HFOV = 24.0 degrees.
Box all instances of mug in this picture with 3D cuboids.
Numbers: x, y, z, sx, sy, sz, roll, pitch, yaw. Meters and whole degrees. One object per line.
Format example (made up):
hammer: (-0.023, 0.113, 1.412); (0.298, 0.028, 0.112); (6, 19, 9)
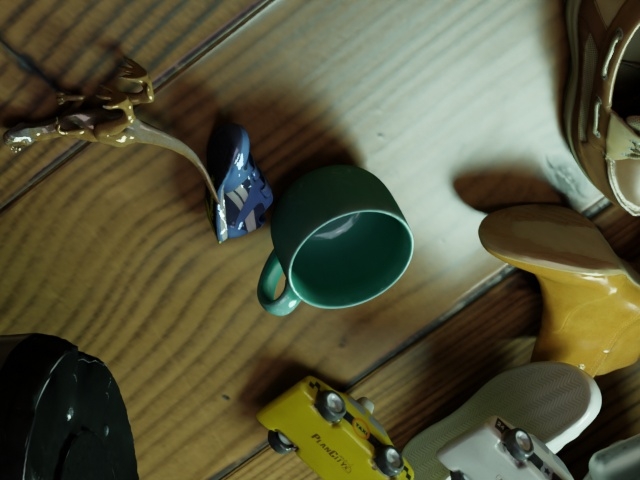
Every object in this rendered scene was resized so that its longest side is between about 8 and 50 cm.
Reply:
mug: (0.003, -0.007, 1.489); (0.158, 0.097, 0.129); (-16, 135, -9)

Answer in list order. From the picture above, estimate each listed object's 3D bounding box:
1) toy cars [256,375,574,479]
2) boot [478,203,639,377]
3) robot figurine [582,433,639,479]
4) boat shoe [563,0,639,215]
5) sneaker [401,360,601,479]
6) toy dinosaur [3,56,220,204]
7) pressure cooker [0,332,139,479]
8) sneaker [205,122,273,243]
toy cars: (0.125, 0.239, 1.686); (0.393, 0.087, 0.176); (11, 126, 12)
boot: (0.274, 0.072, 1.679); (0.295, 0.104, 0.211); (6, 133, -23)
robot figurine: (0.433, 0.383, 1.857); (0.200, 0.300, 0.353); (-21, 131, 5)
boat shoe: (0.311, -0.136, 1.491); (0.122, 0.120, 0.324); (-23, 135, -2)
sneaker: (0.251, 0.236, 1.793); (0.169, 0.108, 0.292); (19, 142, -38)
toy dinosaur: (-0.178, -0.104, 1.362); (0.211, 0.064, 0.112); (9, 141, -17)
pressure cooker: (-0.400, 0.273, 1.351); (0.420, 0.370, 0.375); (-3, 176, 9)
sneaker: (-0.076, -0.059, 1.442); (0.059, 0.053, 0.144); (-9, 141, -15)
